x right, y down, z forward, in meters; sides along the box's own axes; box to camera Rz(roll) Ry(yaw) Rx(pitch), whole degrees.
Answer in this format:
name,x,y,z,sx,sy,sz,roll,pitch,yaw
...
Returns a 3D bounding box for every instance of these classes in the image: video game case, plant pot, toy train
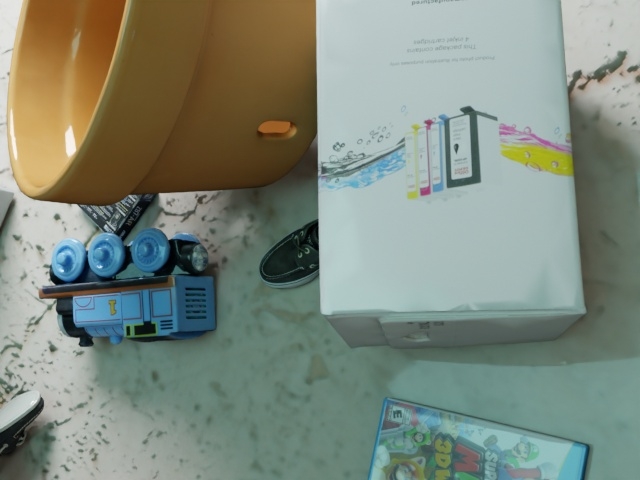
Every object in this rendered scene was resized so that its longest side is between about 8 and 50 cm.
name,x,y,z,sx,sy,sz,roll,pitch,yaw
video game case,0.115,0.198,0.694,0.166,0.015,0.119,9,82,29
plant pot,-0.122,-0.160,0.756,0.291,0.204,0.290,-19,67,52
toy train,-0.186,0.047,0.853,0.184,0.080,0.105,-7,82,26

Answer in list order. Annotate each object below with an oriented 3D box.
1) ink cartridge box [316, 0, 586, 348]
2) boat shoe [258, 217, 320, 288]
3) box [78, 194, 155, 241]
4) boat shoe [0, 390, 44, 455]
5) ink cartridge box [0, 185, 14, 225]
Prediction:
name,x,y,z,sx,sy,sz,roll,pitch,yaw
ink cartridge box,0.091,-0.045,0.652,0.168,0.171,0.232,-2,77,8
boat shoe,0.000,0.000,0.785,0.142,0.040,0.049,-26,68,20
box,-0.216,-0.048,0.922,0.083,0.018,0.067,39,98,29
boat shoe,-0.325,0.200,0.913,0.125,0.038,0.046,-37,22,10
ink cartridge box,-0.449,-0.008,0.972,0.128,0.127,0.176,22,90,30
